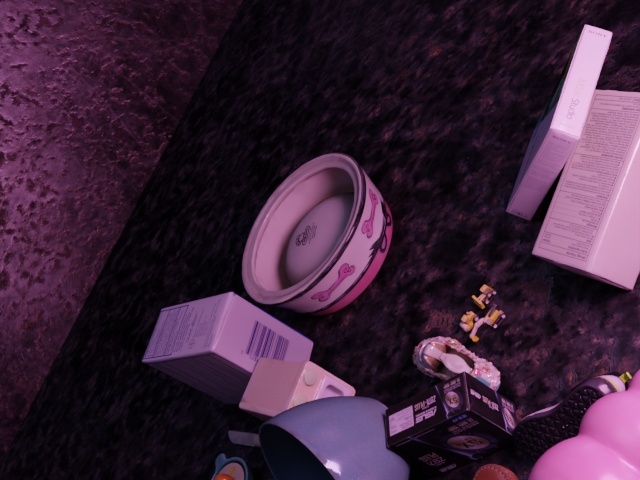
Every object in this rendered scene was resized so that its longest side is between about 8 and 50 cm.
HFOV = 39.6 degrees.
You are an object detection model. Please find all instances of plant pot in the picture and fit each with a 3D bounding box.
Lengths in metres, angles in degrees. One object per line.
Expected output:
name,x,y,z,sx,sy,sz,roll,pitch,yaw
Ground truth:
plant pot,0.053,0.399,1.624,0.195,0.290,0.290,-33,23,-27

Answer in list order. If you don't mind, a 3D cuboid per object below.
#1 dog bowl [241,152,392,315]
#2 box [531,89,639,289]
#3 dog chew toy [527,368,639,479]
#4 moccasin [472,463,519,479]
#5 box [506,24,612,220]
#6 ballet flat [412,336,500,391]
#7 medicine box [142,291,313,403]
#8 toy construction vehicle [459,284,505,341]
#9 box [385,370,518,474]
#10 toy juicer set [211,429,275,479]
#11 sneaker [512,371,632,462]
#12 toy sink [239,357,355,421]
dog bowl,0.000,0.000,2.120,0.408,0.150,0.408,-33,40,32
box,0.498,-0.088,1.514,0.148,0.121,0.311,26,95,58
dog chew toy,0.437,0.308,1.244,0.332,0.206,0.206,-51,32,-8
moccasin,0.210,0.527,1.379,0.139,0.147,0.380,13,72,56
box,0.433,-0.207,1.633,0.322,0.058,0.232,99,-166,-66
ballet flat,0.241,0.224,1.673,0.241,0.077,0.091,15,75,57
medicine box,-0.215,0.258,2.063,0.289,0.263,0.149,-14,50,46
toy construction vehicle,0.306,0.137,1.703,0.098,0.035,0.086,-51,33,8
box,0.227,0.320,1.541,0.180,0.147,0.077,-33,39,31
toy juicer set,-0.172,0.528,1.930,0.209,0.089,0.329,-29,41,36
sneaker,0.409,0.281,1.420,0.084,0.097,0.235,57,135,14
toy sink,-0.030,0.335,1.859,0.234,0.153,0.131,-1,60,53
